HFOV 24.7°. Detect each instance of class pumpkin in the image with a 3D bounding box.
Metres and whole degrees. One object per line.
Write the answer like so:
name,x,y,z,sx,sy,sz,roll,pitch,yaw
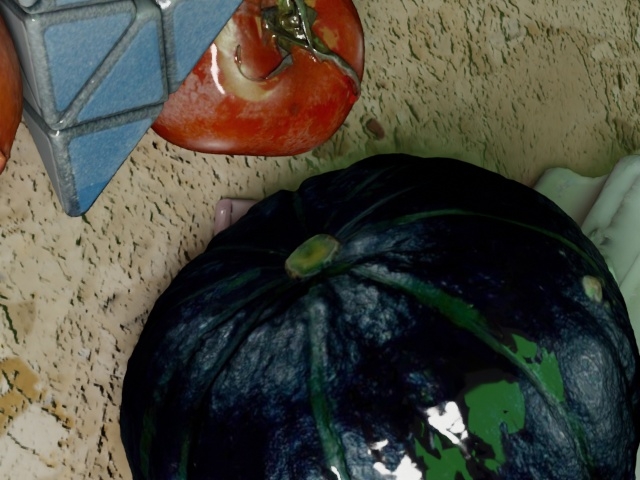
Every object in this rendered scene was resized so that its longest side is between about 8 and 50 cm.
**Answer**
pumpkin,0.041,0.111,1.007,0.363,0.363,0.266,-53,132,-31

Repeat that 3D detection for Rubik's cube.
Rubik's cube,-0.147,-0.191,0.917,0.228,0.228,0.233,34,49,-34

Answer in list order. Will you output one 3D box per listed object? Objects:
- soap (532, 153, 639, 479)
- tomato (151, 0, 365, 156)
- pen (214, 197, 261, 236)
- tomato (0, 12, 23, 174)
soap,0.211,0.170,1.278,0.261,0.156,0.446,50,56,-27
tomato,-0.056,-0.145,1.075,0.187,0.151,0.187,4,82,-30
pen,0.000,0.000,1.191,0.197,0.032,0.053,8,81,-39
tomato,-0.279,-0.089,0.839,0.184,0.208,0.208,50,57,-32
